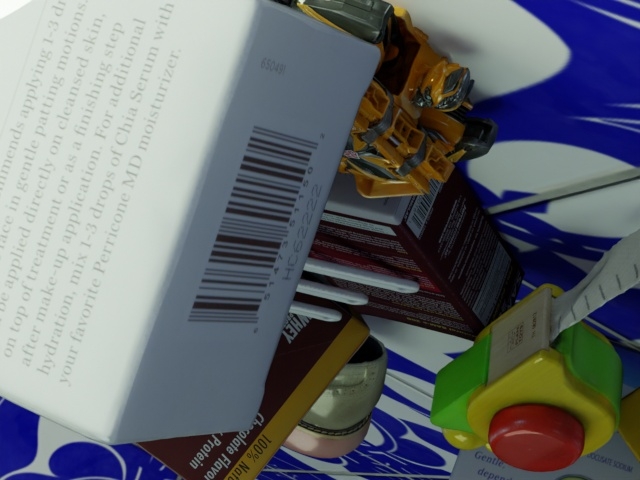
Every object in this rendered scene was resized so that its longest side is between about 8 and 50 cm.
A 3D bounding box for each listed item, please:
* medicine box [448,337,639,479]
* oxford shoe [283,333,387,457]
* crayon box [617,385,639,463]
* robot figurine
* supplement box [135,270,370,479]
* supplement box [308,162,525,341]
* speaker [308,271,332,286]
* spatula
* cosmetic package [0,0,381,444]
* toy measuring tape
[{"bbox_3d":[0.189,0.247,1.471,0.149,0.289,0.263,18,163,13],"label":"medicine box"},{"bbox_3d":[-0.108,0.050,1.635,0.397,0.140,0.146,28,134,4],"label":"oxford shoe"},{"bbox_3d":[0.327,0.219,1.264,0.202,0.081,0.318,45,-169,-50],"label":"crayon box"},{"bbox_3d":[-0.034,-0.093,1.056,0.291,0.085,0.211,9,159,39],"label":"robot figurine"},{"bbox_3d":[-0.095,0.080,1.404,0.194,0.191,0.129,38,-177,-8],"label":"supplement box"},{"bbox_3d":[0.051,-0.008,1.237,0.130,0.073,0.239,14,161,28],"label":"supplement box"},{"bbox_3d":[0.000,0.000,1.373,0.055,0.055,0.136,6,157,48],"label":"speaker"},{"bbox_3d":[-0.066,0.018,1.216,0.242,0.019,0.168,13,161,-23],"label":"spatula"},{"bbox_3d":[-0.222,-0.078,0.938,0.453,0.230,0.161,22,-174,23],"label":"cosmetic package"},{"bbox_3d":[0.193,0.080,1.186,0.121,0.121,0.330,28,142,-15],"label":"toy measuring tape"}]
